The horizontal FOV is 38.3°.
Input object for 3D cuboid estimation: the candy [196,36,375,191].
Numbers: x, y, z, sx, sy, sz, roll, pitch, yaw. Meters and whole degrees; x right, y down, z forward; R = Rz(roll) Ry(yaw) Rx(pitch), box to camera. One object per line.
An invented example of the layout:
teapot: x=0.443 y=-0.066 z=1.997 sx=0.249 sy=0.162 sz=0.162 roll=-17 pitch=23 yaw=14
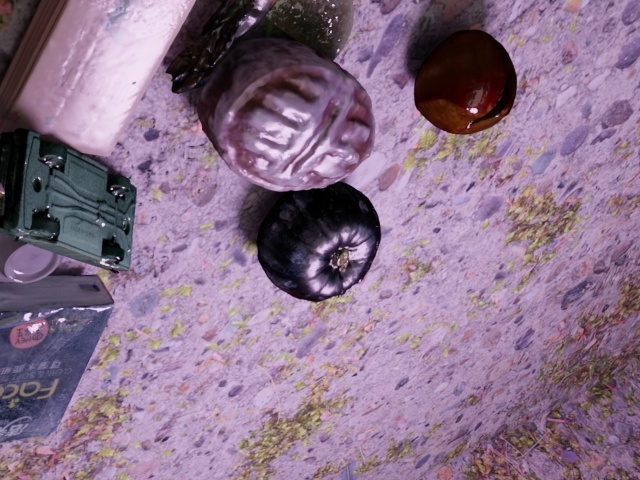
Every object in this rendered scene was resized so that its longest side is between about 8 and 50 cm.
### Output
candy: x=-0.049 y=-0.186 z=1.380 sx=0.289 sy=0.157 sz=0.214 roll=18 pitch=114 yaw=-46

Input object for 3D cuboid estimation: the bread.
bread: x=-0.001 y=-0.335 z=1.354 sx=0.112 sy=0.036 sz=0.193 roll=-47 pitch=146 yaw=12

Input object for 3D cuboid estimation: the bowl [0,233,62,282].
bowl: x=-0.425 y=0.003 z=1.320 sx=0.189 sy=0.086 sz=0.189 roll=-26 pitch=145 yaw=-19

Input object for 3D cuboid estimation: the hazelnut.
hazelnut: x=0.247 y=-0.268 z=1.570 sx=0.178 sy=0.178 sz=0.204 roll=-50 pitch=150 yaw=18

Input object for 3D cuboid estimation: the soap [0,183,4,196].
soap: x=-0.501 y=-0.077 z=1.059 sx=0.199 sy=0.182 sz=0.138 roll=-38 pitch=148 yaw=2

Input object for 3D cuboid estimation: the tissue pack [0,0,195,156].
tissue pack: x=-0.273 y=-0.260 z=1.154 sx=0.170 sy=0.071 sz=0.325 roll=6 pitch=128 yaw=-47

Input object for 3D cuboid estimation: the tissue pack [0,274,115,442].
tissue pack: x=-0.489 y=0.192 z=1.471 sx=0.228 sy=0.103 sz=0.316 roll=1 pitch=130 yaw=-43

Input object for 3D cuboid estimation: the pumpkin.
pumpkin: x=0.000 y=0.000 z=1.645 sx=0.233 sy=0.163 sz=0.233 roll=-23 pitch=133 yaw=-27

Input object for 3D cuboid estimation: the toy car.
toy car: x=-0.341 y=-0.041 z=1.242 sx=0.097 sy=0.141 sz=0.320 roll=1 pitch=170 yaw=15

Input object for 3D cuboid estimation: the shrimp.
shrimp: x=-0.119 y=-0.297 z=1.188 sx=0.290 sy=0.054 sz=0.222 roll=-48 pitch=180 yaw=17
